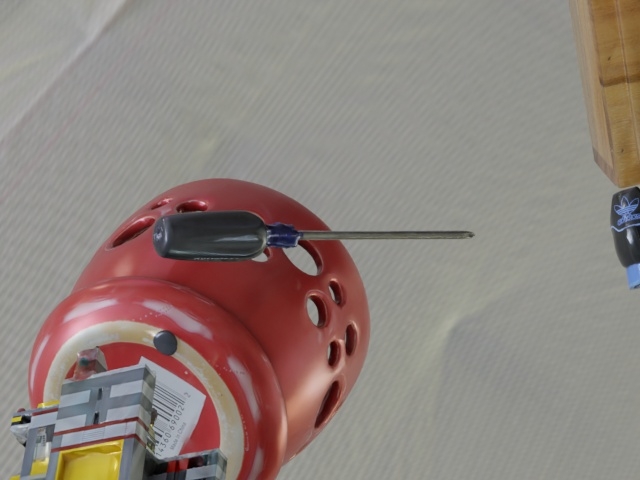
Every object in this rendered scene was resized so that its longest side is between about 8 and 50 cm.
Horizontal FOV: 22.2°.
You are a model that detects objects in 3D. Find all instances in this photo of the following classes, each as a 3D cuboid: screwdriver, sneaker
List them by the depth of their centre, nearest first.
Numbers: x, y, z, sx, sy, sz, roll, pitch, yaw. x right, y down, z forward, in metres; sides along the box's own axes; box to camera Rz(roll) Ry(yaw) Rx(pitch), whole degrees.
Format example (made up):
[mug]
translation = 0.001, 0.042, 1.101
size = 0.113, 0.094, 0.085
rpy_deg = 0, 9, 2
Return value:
[screwdriver]
translation = 0.000, 0.000, 0.758
size = 0.170, 0.025, 0.024
rpy_deg = 3, -132, -33
[sneaker]
translation = 0.337, -0.009, 1.528
size = 0.232, 0.081, 0.090
rpy_deg = -3, -103, -61

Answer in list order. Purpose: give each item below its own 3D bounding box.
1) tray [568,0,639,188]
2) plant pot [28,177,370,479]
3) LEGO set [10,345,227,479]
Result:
[tray]
translation = 0.370, -0.180, 1.053
size = 0.411, 0.076, 0.203
rpy_deg = -13, -70, -2
[plant pot]
translation = -0.083, 0.074, 1.034
size = 0.191, 0.191, 0.174
rpy_deg = 43, -151, 1
[LEGO set]
translation = -0.132, 0.200, 0.872
size = 0.331, 0.255, 0.192
rpy_deg = 47, -145, -40
